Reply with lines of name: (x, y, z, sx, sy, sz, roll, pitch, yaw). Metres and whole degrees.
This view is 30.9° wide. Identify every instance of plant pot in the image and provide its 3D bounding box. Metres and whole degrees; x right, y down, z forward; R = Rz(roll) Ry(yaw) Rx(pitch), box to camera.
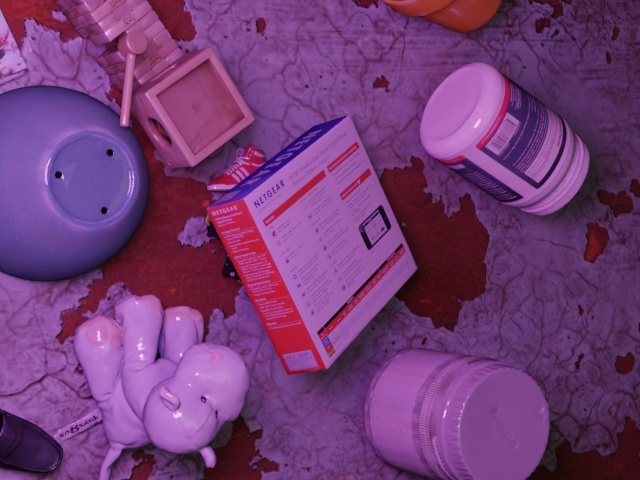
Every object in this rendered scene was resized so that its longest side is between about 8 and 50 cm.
plant pot: (0.218, -0.461, 2.018, 0.188, 0.205, 0.205, 27, 75, -46)
plant pot: (-0.360, -0.083, 1.641, 0.290, 0.195, 0.290, -1, 91, -32)

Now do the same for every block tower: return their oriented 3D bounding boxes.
block tower: (-0.300, -0.316, 1.737, 0.091, 0.097, 0.335, -44, 113, -24)

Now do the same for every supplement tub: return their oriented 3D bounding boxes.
supplement tub: (0.331, -0.178, 2.081, 0.272, 0.191, 0.191, 30, 75, -29)

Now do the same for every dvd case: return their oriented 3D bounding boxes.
dvd case: (-0.483, -0.281, 1.668, 0.087, 0.013, 0.119, -29, 106, -29)

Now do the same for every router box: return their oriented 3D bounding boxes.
router box: (0.000, 0.000, 1.868, 0.335, 0.082, 0.301, -42, 112, -49)

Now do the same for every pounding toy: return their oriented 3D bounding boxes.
pounding toy: (-0.231, -0.208, 1.672, 0.181, 0.094, 0.206, -41, 111, -24)

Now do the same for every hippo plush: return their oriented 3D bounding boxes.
hippo plush: (-0.239, 0.211, 1.694, 0.294, 0.237, 0.234, -43, 112, -25)

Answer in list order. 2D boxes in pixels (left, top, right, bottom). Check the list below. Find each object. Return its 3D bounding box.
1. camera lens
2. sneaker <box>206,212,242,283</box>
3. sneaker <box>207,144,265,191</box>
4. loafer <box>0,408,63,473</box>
camera lens: (0.222, 0.300, 1.966, 0.219, 0.274, 0.219, -1, 91, -32)
sneaker: (-0.112, 0.041, 1.886, 0.097, 0.084, 0.234, -28, 109, 1)
sneaker: (-0.137, -0.117, 1.872, 0.118, 0.042, 0.067, -15, 103, -39)
loafer: (-0.462, 0.277, 1.646, 0.223, 0.078, 0.076, 32, 74, -29)
